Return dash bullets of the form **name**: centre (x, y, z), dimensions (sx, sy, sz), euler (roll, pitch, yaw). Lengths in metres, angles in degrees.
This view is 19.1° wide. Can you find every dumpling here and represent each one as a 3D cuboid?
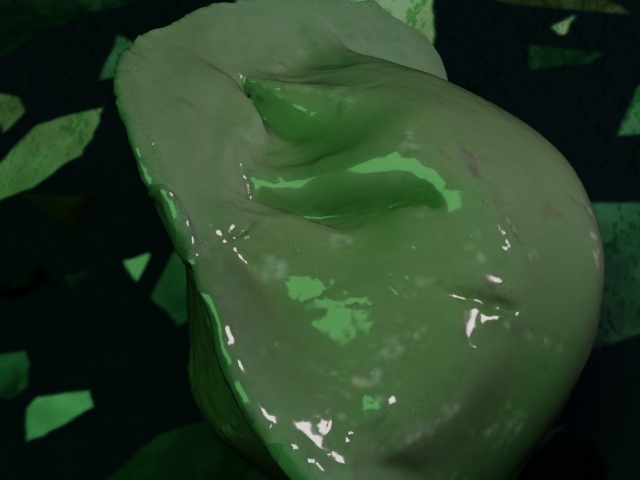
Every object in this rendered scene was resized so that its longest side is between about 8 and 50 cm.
- **dumpling**: centre (0.011, 0.023, 1.000), dimensions (0.270, 0.211, 0.320), euler (-2, 28, -26)
